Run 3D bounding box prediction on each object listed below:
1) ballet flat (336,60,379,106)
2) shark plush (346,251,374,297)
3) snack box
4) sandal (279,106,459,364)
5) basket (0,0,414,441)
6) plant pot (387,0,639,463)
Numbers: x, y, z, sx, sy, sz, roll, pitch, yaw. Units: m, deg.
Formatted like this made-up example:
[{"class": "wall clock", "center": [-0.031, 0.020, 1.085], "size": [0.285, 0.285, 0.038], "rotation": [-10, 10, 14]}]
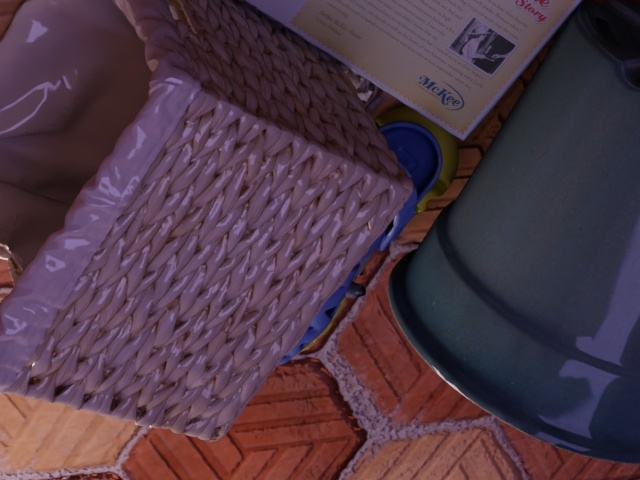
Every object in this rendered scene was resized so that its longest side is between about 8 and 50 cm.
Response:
[{"class": "ballet flat", "center": [-0.020, -0.100, 1.643], "size": [0.072, 0.068, 0.213], "rotation": [27, 113, -30]}, {"class": "shark plush", "center": [-0.020, 0.025, 1.761], "size": [0.161, 0.073, 0.067], "rotation": [-10, 109, 15]}, {"class": "snack box", "center": [0.061, -0.244, 1.514], "size": [0.322, 0.060, 0.187], "rotation": [31, 112, -25]}, {"class": "sandal", "center": [0.000, 0.000, 1.656], "size": [0.126, 0.138, 0.317], "rotation": [39, 102, 5]}, {"class": "basket", "center": [-0.147, -0.049, 1.478], "size": [0.266, 0.328, 0.331], "rotation": [24, 113, -32]}, {"class": "plant pot", "center": [0.283, -0.027, 1.620], "size": [0.341, 0.341, 0.334], "rotation": [11, 119, -24]}]
